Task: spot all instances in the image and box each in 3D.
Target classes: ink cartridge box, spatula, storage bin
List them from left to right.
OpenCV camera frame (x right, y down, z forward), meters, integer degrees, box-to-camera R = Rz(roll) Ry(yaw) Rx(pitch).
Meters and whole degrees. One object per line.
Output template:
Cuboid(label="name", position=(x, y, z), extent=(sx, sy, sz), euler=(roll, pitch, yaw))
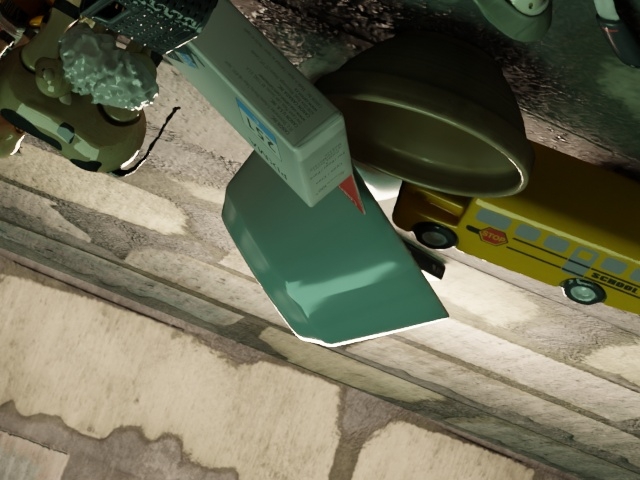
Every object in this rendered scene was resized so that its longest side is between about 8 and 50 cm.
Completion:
Cuboid(label="storage bin", position=(-0.123, -0.261, 1.475), extent=(0.084, 0.180, 0.122), euler=(24, 166, -21))
Cuboid(label="ink cartridge box", position=(-0.081, -0.153, 1.768), extent=(0.296, 0.066, 0.261), euler=(47, 170, 20))
Cuboid(label="spatula", position=(0.244, -0.208, 1.483), extent=(0.084, 0.030, 0.296), euler=(15, 166, 24))

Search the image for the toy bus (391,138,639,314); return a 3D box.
Cuboid(label="toy bus", position=(0.255, -0.024, 1.914), extent=(0.333, 0.108, 0.130), euler=(21, 149, -3))

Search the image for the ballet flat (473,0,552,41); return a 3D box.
Cuboid(label="ballet flat", position=(0.151, -0.229, 1.452), extent=(0.068, 0.072, 0.213), euler=(0, 156, 43))

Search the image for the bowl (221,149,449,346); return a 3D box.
Cuboid(label="bowl", position=(0.000, 0.000, 2.006), extent=(0.311, 0.163, 0.311), euler=(56, -179, -2))

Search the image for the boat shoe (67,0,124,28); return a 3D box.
Cuboid(label="boat shoe", position=(-0.238, -0.254, 1.911), extent=(0.170, 0.059, 0.063), euler=(20, 166, 1))

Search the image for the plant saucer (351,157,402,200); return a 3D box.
Cuboid(label="plant saucer", position=(0.030, -0.089, 2.220), extent=(0.195, 0.037, 0.195), euler=(18, 166, 5))

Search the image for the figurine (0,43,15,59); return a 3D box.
Cuboid(label="figurine", position=(-0.489, -0.279, 2.087), extent=(0.209, 0.092, 0.215), euler=(-5, 140, 44))

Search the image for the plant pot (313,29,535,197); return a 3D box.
Cuboid(label="plant pot", position=(0.111, -0.140, 1.762), extent=(0.237, 0.109, 0.237), euler=(18, 166, 5))

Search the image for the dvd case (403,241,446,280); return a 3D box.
Cuboid(label="dvd case", position=(0.043, 0.001, 2.560), extent=(0.239, 0.029, 0.179), euler=(28, 163, -32))

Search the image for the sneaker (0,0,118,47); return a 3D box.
Cuboid(label="sneaker", position=(-0.315, -0.242, 2.007), extent=(0.225, 0.088, 0.093), euler=(30, 162, -35))

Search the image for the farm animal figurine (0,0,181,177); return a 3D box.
Cuboid(label="farm animal figurine", position=(-0.315, -0.162, 1.800), extent=(0.327, 0.172, 0.330), euler=(25, 167, 5))
